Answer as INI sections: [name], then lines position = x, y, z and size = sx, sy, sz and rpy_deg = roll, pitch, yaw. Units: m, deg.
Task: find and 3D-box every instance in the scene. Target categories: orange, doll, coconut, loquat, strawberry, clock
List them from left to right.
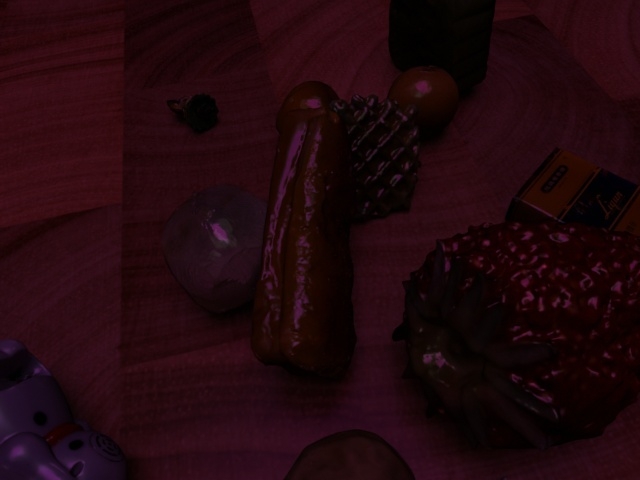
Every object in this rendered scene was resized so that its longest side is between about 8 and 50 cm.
[clock]
position = -0.350, 0.265, 0.592
size = 0.254, 0.189, 0.189
rpy_deg = 35, 63, 8
[doll]
position = -0.269, -0.267, 1.018
size = 0.078, 0.076, 0.113
rpy_deg = -20, 21, -39
[coconut]
position = -0.144, 0.007, 0.723
size = 0.194, 0.194, 0.194
rpy_deg = -2, 55, 3
[orange]
position = -0.011, -0.218, 0.903
size = 0.134, 0.156, 0.156
rpy_deg = -16, 53, 19
[loquat]
position = 0.190, -0.265, 0.923
size = 0.141, 0.141, 0.141
rpy_deg = -2, 55, 3
[strawberry]
position = 0.274, 0.100, 0.617
size = 0.343, 0.292, 0.292
rpy_deg = -9, 51, -32

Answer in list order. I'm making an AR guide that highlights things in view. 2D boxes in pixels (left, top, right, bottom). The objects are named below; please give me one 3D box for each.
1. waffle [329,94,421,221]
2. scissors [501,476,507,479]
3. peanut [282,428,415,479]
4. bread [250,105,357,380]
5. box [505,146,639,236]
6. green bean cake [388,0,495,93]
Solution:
[waffle]
position = 0.076, -0.139, 0.827
size = 0.208, 0.214, 0.054
rpy_deg = -1, 10, -7
[scissors]
position = 0.253, 0.337, 0.570
size = 0.058, 0.014, 0.119
rpy_deg = -20, 59, -15
[peanut]
position = -0.054, 0.353, 0.493
size = 0.387, 0.169, 0.192
rpy_deg = -35, 55, -23
[bread]
position = 0.000, 0.000, 0.693
size = 0.109, 0.185, 0.380
rpy_deg = -6, 66, 26
[box]
position = 0.449, -0.038, 0.788
size = 0.237, 0.070, 0.152
rpy_deg = 37, 65, 23
[green bean cake]
position = 0.233, -0.435, 0.969
size = 0.125, 0.248, 0.222
rpy_deg = -26, 54, -12
